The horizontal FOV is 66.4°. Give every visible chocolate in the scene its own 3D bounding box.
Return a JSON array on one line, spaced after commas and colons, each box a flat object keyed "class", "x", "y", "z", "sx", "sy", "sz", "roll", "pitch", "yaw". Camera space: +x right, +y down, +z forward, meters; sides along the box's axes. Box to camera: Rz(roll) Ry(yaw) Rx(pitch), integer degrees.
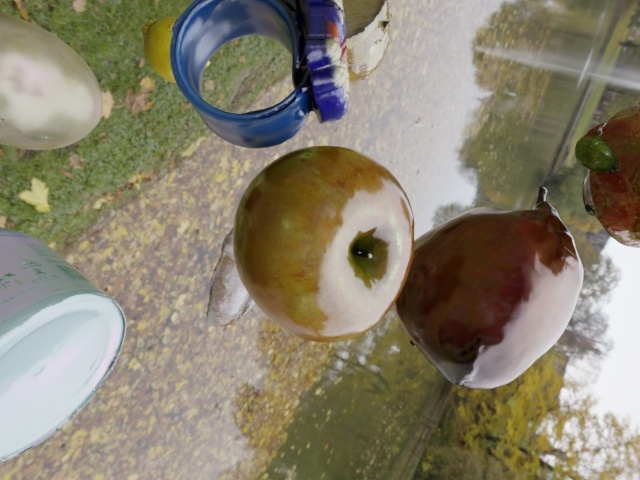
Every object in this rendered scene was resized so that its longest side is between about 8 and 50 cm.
[{"class": "chocolate", "x": -0.192, "y": 0.079, "z": 1.194, "sx": 0.185, "sy": 0.100, "sz": 0.303, "roll": -55, "pitch": 165, "yaw": -57}]

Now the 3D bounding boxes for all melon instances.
[{"class": "melon", "x": -0.545, "y": -0.281, "z": 0.893, "sx": 0.317, "sy": 0.223, "sz": 0.223, "roll": -10, "pitch": 121, "yaw": -79}]

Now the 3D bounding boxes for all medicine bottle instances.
[{"class": "medicine bottle", "x": -0.436, "y": 0.095, "z": 0.614, "sx": 0.245, "sy": 0.290, "sz": 0.245, "roll": -50, "pitch": 161, "yaw": -25}]

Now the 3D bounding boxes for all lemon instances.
[{"class": "lemon", "x": -0.424, "y": -0.553, "z": 1.422, "sx": 0.173, "sy": 0.206, "sz": 0.173, "roll": -43, "pitch": -158, "yaw": 22}]

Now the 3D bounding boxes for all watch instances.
[{"class": "watch", "x": -0.067, "y": -0.215, "z": 0.571, "sx": 0.171, "sy": 0.200, "sz": 0.196, "roll": 74, "pitch": 8, "yaw": -73}]

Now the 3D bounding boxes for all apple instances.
[{"class": "apple", "x": 0.000, "y": 0.000, "z": 0.604, "sx": 0.237, "sy": 0.207, "sz": 0.236, "roll": -5, "pitch": 99, "yaw": -37}]

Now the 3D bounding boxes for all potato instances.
[{"class": "potato", "x": 0.075, "y": -0.530, "z": 1.313, "sx": 0.237, "sy": 0.301, "sz": 0.288, "roll": 56, "pitch": 44, "yaw": -52}]

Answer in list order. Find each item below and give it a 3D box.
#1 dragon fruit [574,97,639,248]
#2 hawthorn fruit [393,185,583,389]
[{"class": "dragon fruit", "x": 0.531, "y": -0.097, "z": 0.784, "sx": 0.268, "sy": 0.130, "sz": 0.295, "roll": 40, "pitch": 65, "yaw": -24}, {"class": "hawthorn fruit", "x": 0.287, "y": 0.092, "z": 0.858, "sx": 0.308, "sy": 0.325, "sz": 0.308, "roll": 53, "pitch": 24, "yaw": -35}]
